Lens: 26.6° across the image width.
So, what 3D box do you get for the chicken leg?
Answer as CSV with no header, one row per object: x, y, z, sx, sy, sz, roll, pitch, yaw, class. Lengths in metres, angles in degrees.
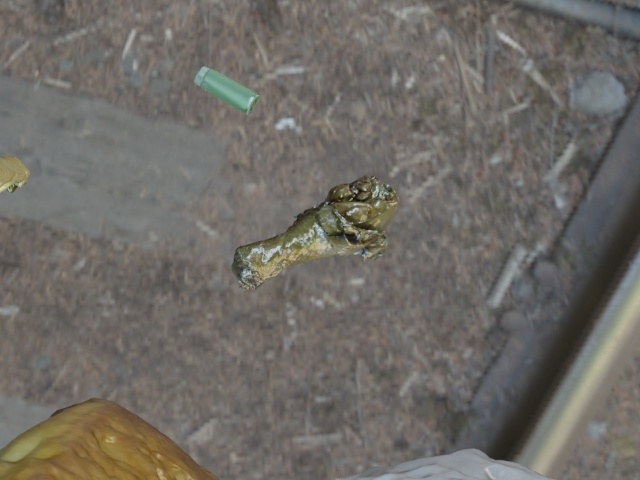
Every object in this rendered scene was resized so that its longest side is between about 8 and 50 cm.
0.002,-0.004,1.483,0.196,0.080,0.125,-21,160,-28,chicken leg

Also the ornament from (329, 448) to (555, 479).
0.081,0.315,0.920,0.337,0.337,0.337,-2,124,-3,ornament

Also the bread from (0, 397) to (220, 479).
-0.048,0.157,0.481,0.210,0.235,0.099,33,95,0,bread

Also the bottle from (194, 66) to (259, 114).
-0.121,-0.193,1.740,0.083,0.030,0.030,30,120,7,bottle

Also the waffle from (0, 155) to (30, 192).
-0.260,-0.001,0.881,0.153,0.097,0.023,-43,86,2,waffle
